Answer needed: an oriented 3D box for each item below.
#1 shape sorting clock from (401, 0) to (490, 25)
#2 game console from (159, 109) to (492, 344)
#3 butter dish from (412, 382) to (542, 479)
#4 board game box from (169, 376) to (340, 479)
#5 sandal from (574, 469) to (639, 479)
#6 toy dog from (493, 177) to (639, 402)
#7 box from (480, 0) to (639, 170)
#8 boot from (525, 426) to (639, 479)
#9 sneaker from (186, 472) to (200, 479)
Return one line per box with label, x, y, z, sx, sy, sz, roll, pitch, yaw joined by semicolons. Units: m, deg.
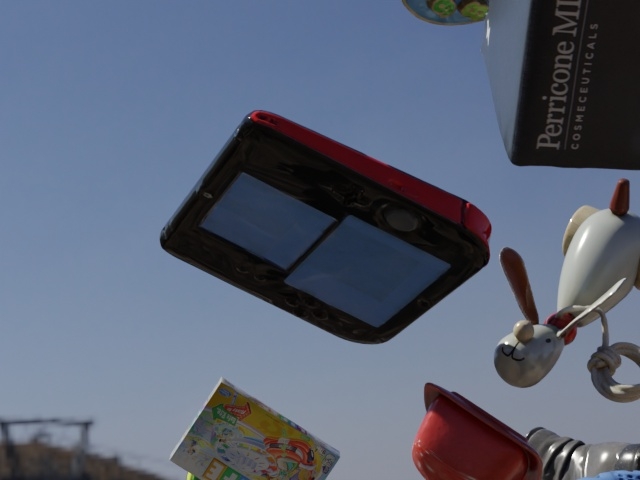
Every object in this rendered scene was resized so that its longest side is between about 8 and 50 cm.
shape sorting clock;0.166;-0.272;1.361;0.206;0.040;0.206;-16;-33;-10
game console;0.000;0.000;1.843;0.342;0.060;0.386;23;-30;-13
butter dish;0.160;0.257;1.671;0.160;0.118;0.160;33;-15;17
board game box;-0.070;0.232;1.586;0.154;0.103;0.026;32;5;-6
sandal;0.191;0.283;1.267;0.317;0.126;0.138;-20;-16;-24
toy dog;0.347;0.041;1.918;0.220;0.334;0.161;5;-50;18
box;0.337;-0.224;1.094;0.395;0.294;0.212;1;33;-1
boot;0.360;0.436;2.048;0.222;0.338;0.118;-2;-21;45
sneaker;-0.107;0.437;2.059;0.123;0.296;0.109;-23;-20;-1
